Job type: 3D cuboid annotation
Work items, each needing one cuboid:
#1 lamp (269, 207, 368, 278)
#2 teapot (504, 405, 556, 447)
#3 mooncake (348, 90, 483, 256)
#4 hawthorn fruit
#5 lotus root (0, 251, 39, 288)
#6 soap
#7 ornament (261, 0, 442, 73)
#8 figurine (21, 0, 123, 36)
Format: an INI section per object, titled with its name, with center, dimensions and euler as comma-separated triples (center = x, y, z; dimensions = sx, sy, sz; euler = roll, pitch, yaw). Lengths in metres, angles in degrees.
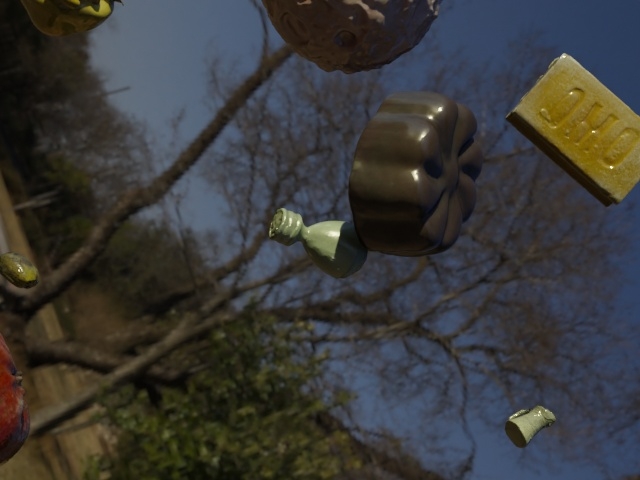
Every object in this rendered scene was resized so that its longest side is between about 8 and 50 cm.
[lamp]
center = 0.000, 0.000, 1.910
dimensions = 0.106, 0.193, 0.106
euler = -52, -156, 35
[teapot]
center = 0.383, 0.334, 1.913
dimensions = 0.067, 0.083, 0.057
euler = 42, -30, 47
[mooncake]
center = 0.176, -0.117, 1.882
dimensions = 0.154, 0.306, 0.306
euler = 5, -61, 31
[hawthorn fruit]
center = -0.557, 0.241, 1.488
dimensions = 0.242, 0.272, 0.241
euler = 56, -22, 37
[lotus root]
center = -0.538, 0.049, 1.850
dimensions = 0.099, 0.049, 0.054
euler = 31, 6, 27
[soap]
center = 0.439, -0.181, 1.728
dimensions = 0.232, 0.140, 0.073
euler = 42, -2, 0
[ornament]
center = 0.048, -0.361, 1.400
dimensions = 0.225, 0.259, 0.259
euler = -27, -99, 41
[figurine]
center = -0.350, -0.350, 1.434
dimensions = 0.246, 0.156, 0.131
euler = 173, -62, -81
